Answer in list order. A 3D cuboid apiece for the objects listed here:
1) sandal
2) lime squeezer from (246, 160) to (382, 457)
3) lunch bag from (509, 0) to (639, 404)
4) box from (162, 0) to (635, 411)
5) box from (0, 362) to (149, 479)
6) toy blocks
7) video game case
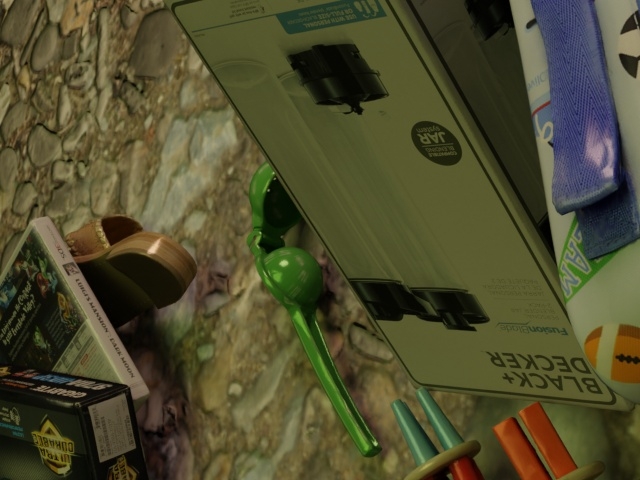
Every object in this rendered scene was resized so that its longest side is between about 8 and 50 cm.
[{"bbox_3d":[-0.164,0.014,1.159,0.240,0.088,0.079,-13,37,52],"label":"sandal"},{"bbox_3d":[0.000,0.000,0.990,0.110,0.059,0.310,-3,74,18],"label":"lime squeezer"},{"bbox_3d":[0.189,-0.060,0.628,0.115,0.243,0.303,-31,57,41],"label":"lunch bag"},{"bbox_3d":[0.064,-0.045,0.743,0.169,0.290,0.087,1,41,48],"label":"box"},{"bbox_3d":[-0.214,0.195,1.125,0.220,0.051,0.175,2,105,49],"label":"box"},{"bbox_3d":[0.102,0.136,0.781,0.123,0.054,0.148,-48,65,43],"label":"toy blocks"},{"bbox_3d":[-0.222,0.101,1.156,0.173,0.022,0.190,57,139,16],"label":"video game case"}]
